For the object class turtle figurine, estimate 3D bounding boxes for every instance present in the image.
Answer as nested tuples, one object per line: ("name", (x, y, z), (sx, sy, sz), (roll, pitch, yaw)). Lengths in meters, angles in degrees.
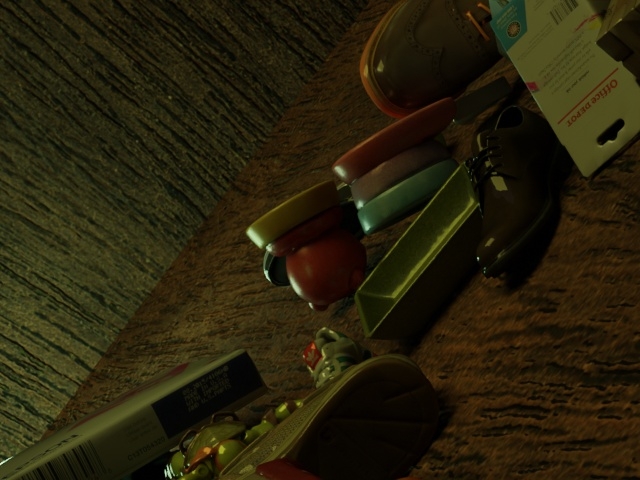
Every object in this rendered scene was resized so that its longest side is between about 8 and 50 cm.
("turtle figurine", (-0.113, 0.232, 1.939), (0.269, 0.087, 0.217), (-40, 1, -13))

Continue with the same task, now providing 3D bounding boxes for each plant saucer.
("plant saucer", (0.115, 0.018, 1.896), (0.188, 0.045, 0.188), (-51, 9, 7))

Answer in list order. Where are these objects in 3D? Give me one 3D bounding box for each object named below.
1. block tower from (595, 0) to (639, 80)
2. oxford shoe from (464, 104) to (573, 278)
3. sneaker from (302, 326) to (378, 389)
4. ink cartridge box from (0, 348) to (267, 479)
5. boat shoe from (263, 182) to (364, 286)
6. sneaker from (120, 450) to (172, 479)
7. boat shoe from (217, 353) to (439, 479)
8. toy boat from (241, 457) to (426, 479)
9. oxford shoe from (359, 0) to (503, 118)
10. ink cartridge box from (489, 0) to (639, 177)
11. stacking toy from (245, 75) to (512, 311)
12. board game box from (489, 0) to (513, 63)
("block tower", (0.377, -0.261, 1.556), (0.335, 0.091, 0.097), (-43, 14, 40))
("oxford shoe", (0.168, -0.048, 1.743), (0.083, 0.096, 0.227), (-43, 15, 35))
("sneaker", (0.010, 0.141, 1.848), (0.057, 0.075, 0.161), (-47, 11, 26))
("ink cartridge box", (-0.264, 0.237, 2.159), (0.324, 0.071, 0.330), (-29, 5, -28))
("boat shoe", (0.000, 0.000, 2.423), (0.228, 0.080, 0.076), (-36, 15, 33))
("sneaker", (-0.219, 0.300, 2.346), (0.122, 0.110, 0.283), (-25, 15, 16))
("boat shoe", (-0.032, 0.232, 1.633), (0.341, 0.122, 0.110), (-41, 6, 3))
("toy boat", (0.025, 0.224, 1.391), (0.151, 0.151, 0.231), (-23, 5, -13))
("oxford shoe", (0.184, -0.264, 2.173), (0.363, 0.130, 0.132), (-41, 7, -36))
("ink cartridge box", (0.246, -0.159, 1.712), (0.061, 0.181, 0.104), (-8, -27, -45))
("stacking toy", (0.098, -0.049, 2.190), (0.279, 0.130, 0.309), (-26, -6, -39))
("board game box", (0.298, -0.339, 1.972), (0.318, 0.066, 0.319), (-52, -11, -2))
